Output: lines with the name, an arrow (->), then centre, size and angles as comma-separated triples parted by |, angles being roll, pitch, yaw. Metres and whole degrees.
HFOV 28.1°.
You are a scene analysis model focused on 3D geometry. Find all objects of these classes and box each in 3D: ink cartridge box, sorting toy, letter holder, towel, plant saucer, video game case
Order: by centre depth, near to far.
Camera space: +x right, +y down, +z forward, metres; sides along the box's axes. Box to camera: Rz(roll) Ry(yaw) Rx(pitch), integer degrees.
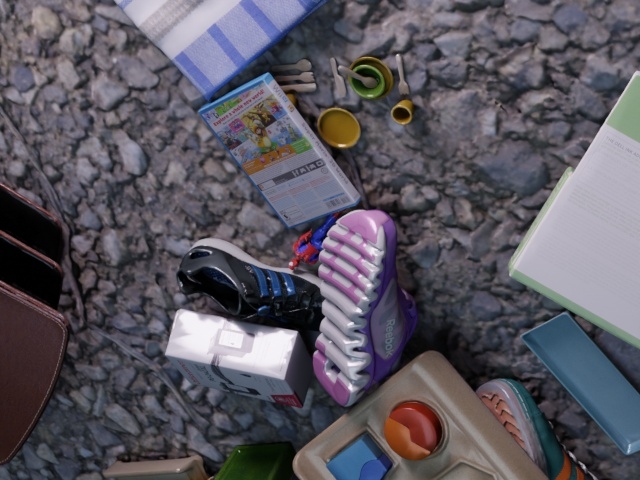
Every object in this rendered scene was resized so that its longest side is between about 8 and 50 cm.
ink cartridge box -> 0.314, -0.026, 1.248 | 0.171, 0.056, 0.235 | 30, 105, 1
towel -> -0.148, -0.292, 1.270 | 0.209, 0.034, 0.285 | -33, 106, 37
video game case -> -0.044, -0.092, 1.358 | 0.119, 0.015, 0.166 | -18, 115, 48
plant saucer -> 0.303, 0.155, 1.398 | 0.067, 0.018, 0.192 | -34, 106, 36
sorting toy -> 0.137, 0.301, 1.407 | 0.229, 0.041, 0.307 | -42, 86, 24
ink cartridge box -> -0.093, 0.138, 1.497 | 0.150, 0.063, 0.109 | 10, 158, 16
letter holder -> -0.401, 0.108, 1.580 | 0.214, 0.152, 0.302 | 30, 129, -2

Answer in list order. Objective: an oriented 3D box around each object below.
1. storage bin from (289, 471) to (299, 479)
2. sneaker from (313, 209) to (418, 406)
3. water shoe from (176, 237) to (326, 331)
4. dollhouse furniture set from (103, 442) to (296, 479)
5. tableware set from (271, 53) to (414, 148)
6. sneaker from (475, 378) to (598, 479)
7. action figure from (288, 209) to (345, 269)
storage bin -> 0.057, 0.316, 1.545 | 0.180, 0.122, 0.084 | -1, 122, 24
sneaker -> 0.059, 0.066, 1.394 | 0.095, 0.104, 0.236 | 44, 137, 45
water shoe -> -0.067, 0.069, 1.454 | 0.203, 0.080, 0.073 | 21, 128, 8
dollhouse furniture set -> -0.154, 0.394, 1.669 | 0.301, 0.151, 0.197 | -9, 118, 28
tableware set -> 0.022, -0.137, 1.312 | 0.154, 0.024, 0.104 | -1, 122, 23
sneaker -> 0.263, 0.287, 1.463 | 0.108, 0.121, 0.302 | -10, 101, 52
action figure -> 0.000, 0.000, 1.414 | 0.038, 0.030, 0.115 | 38, 131, -12
